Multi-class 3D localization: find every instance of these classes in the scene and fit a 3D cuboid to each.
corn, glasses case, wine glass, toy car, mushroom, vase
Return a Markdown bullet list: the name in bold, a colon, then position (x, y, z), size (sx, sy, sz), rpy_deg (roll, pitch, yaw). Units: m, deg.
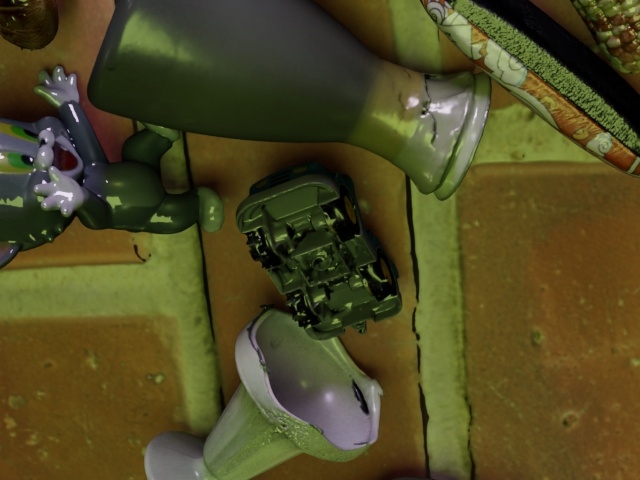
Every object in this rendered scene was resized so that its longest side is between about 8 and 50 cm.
- **corn**: position (0.221, -0.254, 1.325), size (0.086, 0.086, 0.253), rpy_deg (-30, 105, 17)
- **glasses case**: position (0.191, -0.148, 1.364), size (0.266, 0.103, 0.067), rpy_deg (37, 110, -9)
- **wine glass**: position (-0.058, 0.179, 1.515), size (0.165, 0.165, 0.196), rpy_deg (39, 120, -11)
- **toy car**: position (0.000, 0.000, 1.459), size (0.097, 0.100, 0.191), rpy_deg (-20, 130, 14)
- **mushroom**: position (-0.260, -0.225, 1.377), size (0.085, 0.109, 0.126), rpy_deg (-13, 96, 16)
- **vase**: position (-0.023, -0.140, 1.361), size (0.321, 0.173, 0.173), rpy_deg (21, 114, -8)

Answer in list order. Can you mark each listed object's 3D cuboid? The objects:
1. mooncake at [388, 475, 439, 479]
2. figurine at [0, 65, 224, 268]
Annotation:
- **mooncake**: position (0.104, 0.362, 1.586), size (0.275, 0.135, 0.275), rpy_deg (1, 111, 3)
- **figurine**: position (-0.225, -0.059, 1.438), size (0.265, 0.193, 0.140), rpy_deg (10, 144, -29)
